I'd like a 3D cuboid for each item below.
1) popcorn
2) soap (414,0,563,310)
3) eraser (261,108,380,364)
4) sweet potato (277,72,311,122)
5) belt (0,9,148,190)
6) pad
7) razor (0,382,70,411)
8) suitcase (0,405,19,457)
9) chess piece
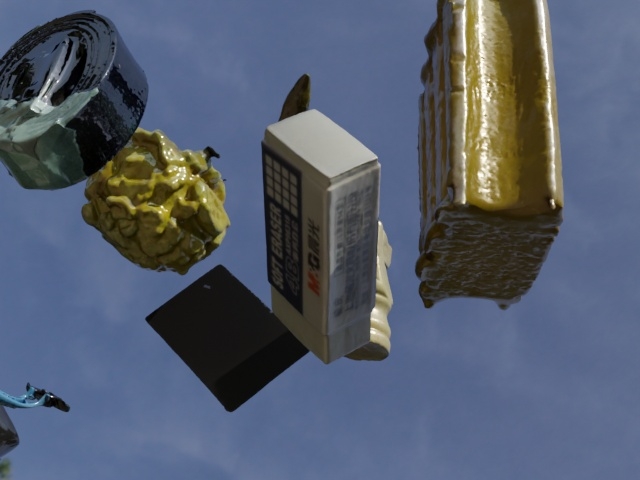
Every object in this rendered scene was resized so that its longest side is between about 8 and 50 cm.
[{"bbox_3d":[-0.257,-0.070,1.669,0.249,0.249,0.225,34,-84,25],"label":"popcorn"},{"bbox_3d":[0.197,-0.110,1.294,0.156,0.335,0.293,1,-30,1],"label":"soap"},{"bbox_3d":[0.000,0.000,1.195,0.124,0.081,0.278,41,-35,38],"label":"eraser"},{"bbox_3d":[-0.040,-0.177,1.502,0.041,0.038,0.153,16,-49,3],"label":"sweet potato"},{"bbox_3d":[-0.243,-0.130,0.962,0.151,0.198,0.078,-16,-46,12],"label":"belt"},{"bbox_3d":[-0.150,0.148,1.635,0.265,0.160,0.009,40,-21,40],"label":"pad"},{"bbox_3d":[-0.415,0.166,1.258,0.082,0.253,0.042,15,-107,35],"label":"razor"},{"bbox_3d":[-0.749,0.314,1.976,0.345,0.188,0.339,-19,-80,45],"label":"suitcase"},{"bbox_3d":[0.072,0.072,1.543,0.090,0.090,0.200,-11,-123,38],"label":"chess piece"}]
